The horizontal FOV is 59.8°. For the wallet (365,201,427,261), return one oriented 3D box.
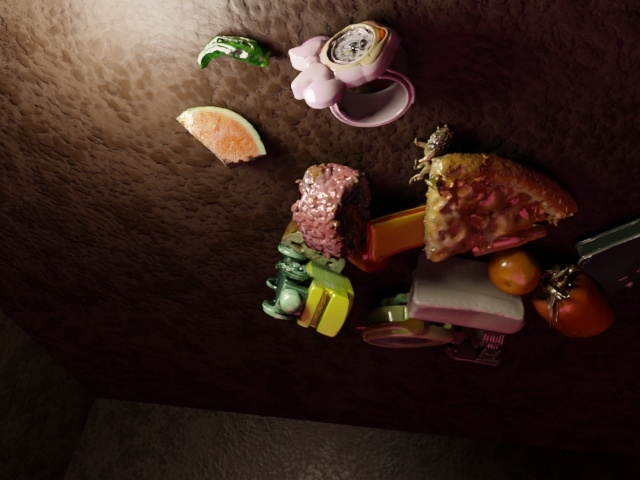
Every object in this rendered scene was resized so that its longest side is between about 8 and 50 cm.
[{"bbox_3d":[0.246,-0.030,1.620,0.241,0.067,0.141,-15,128,-14],"label":"wallet"}]

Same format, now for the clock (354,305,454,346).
[{"bbox_3d":[0.296,0.317,2.043,0.349,0.117,0.286,18,155,-40],"label":"clock"}]

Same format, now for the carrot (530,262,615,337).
[{"bbox_3d":[0.774,0.182,1.761,0.214,0.193,0.331,-44,122,2],"label":"carrot"}]

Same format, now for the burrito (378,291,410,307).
[{"bbox_3d":[0.351,0.224,2.040,0.288,0.054,0.104,-22,133,36],"label":"burrito"}]

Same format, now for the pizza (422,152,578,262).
[{"bbox_3d":[0.434,-0.107,1.491,0.435,0.080,0.392,-26,133,17],"label":"pizza"}]

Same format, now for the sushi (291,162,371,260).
[{"bbox_3d":[0.039,-0.082,1.566,0.171,0.236,0.270,14,140,26],"label":"sushi"}]

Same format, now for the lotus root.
[{"bbox_3d":[0.000,0.000,1.772,0.235,0.118,0.138,32,139,-25],"label":"lotus root"}]

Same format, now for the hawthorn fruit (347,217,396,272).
[{"bbox_3d":[0.165,0.027,1.736,0.157,0.156,0.194,-12,140,27],"label":"hawthorn fruit"}]

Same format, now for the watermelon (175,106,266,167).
[{"bbox_3d":[-0.272,-0.276,1.497,0.231,0.128,0.146,42,163,-17],"label":"watermelon"}]

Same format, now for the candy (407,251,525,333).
[{"bbox_3d":[0.472,0.175,1.818,0.359,0.207,0.145,8,145,2],"label":"candy"}]

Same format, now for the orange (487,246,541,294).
[{"bbox_3d":[0.595,0.089,1.703,0.159,0.136,0.159,27,148,18],"label":"orange"}]

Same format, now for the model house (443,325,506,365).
[{"bbox_3d":[0.606,0.382,2.136,0.230,0.122,0.188,12,141,3],"label":"model house"}]

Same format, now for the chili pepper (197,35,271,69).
[{"bbox_3d":[-0.205,-0.436,1.292,0.182,0.050,0.073,4,150,11],"label":"chili pepper"}]

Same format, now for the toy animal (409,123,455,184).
[{"bbox_3d":[0.274,-0.215,1.461,0.086,0.069,0.219,12,146,-12],"label":"toy animal"}]

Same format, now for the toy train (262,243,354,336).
[{"bbox_3d":[-0.034,0.155,1.781,0.273,0.442,0.179,21,101,-8],"label":"toy train"}]

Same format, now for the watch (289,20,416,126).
[{"bbox_3d":[0.083,-0.345,1.242,0.249,0.210,0.217,-16,146,18],"label":"watch"}]

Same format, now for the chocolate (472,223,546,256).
[{"bbox_3d":[0.559,-0.012,1.665,0.220,0.085,0.085,-15,137,23],"label":"chocolate"}]

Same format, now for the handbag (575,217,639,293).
[{"bbox_3d":[0.922,0.046,1.643,0.260,0.079,0.248,32,136,-32],"label":"handbag"}]
